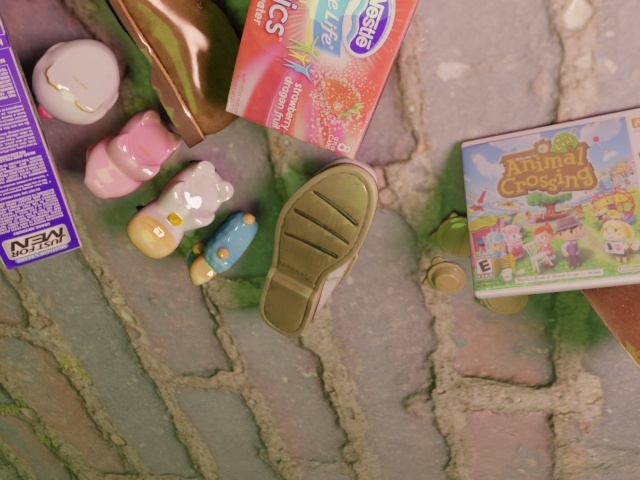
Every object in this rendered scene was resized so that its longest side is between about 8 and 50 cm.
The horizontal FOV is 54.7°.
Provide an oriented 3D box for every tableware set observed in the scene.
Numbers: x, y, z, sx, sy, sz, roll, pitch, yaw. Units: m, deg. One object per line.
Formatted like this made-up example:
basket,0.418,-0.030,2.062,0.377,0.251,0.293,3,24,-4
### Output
tableware set,0.224,0.035,0.855,0.168,0.020,0.141,17,128,4

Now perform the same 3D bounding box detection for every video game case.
video game case,0.269,-0.040,0.685,0.212,0.194,0.023,-8,159,22

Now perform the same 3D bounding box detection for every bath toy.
bath toy,-0.243,-0.098,0.824,0.348,0.151,0.129,52,158,-23

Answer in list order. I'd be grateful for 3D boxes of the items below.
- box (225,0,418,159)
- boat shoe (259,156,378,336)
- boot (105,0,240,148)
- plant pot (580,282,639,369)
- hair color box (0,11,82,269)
box,0.025,-0.253,0.606,0.154,0.142,0.300,21,130,-2
boat shoe,0.000,0.000,0.838,0.113,0.103,0.302,34,131,5
boot,-0.179,-0.267,0.706,0.115,0.112,0.305,-29,114,-1
plant pot,0.437,0.039,0.695,0.230,0.215,0.215,-39,110,21
hair color box,-0.398,-0.149,0.747,0.110,0.185,0.339,-19,141,-21
